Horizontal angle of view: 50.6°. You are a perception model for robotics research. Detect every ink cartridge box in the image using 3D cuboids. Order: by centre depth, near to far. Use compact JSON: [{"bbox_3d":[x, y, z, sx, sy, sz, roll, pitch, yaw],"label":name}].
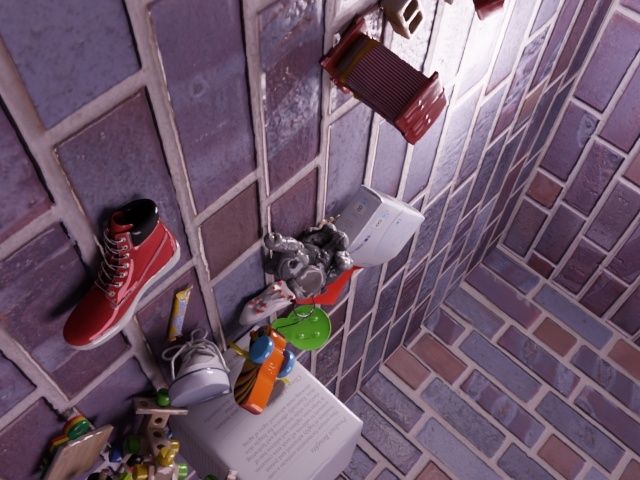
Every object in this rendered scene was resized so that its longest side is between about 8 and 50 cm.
[{"bbox_3d":[0.098,0.046,1.874,0.385,0.091,0.308,-56,153,12],"label":"ink cartridge box"}]

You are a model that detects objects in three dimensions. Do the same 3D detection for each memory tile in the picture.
[{"bbox_3d":[0.000,0.000,1.775,0.113,0.012,0.148,-17,141,-57],"label":"memory tile"}]

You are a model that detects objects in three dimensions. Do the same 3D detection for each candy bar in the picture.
[{"bbox_3d":[-0.295,0.154,1.413,0.040,0.018,0.161,-30,151,-43],"label":"candy bar"}]

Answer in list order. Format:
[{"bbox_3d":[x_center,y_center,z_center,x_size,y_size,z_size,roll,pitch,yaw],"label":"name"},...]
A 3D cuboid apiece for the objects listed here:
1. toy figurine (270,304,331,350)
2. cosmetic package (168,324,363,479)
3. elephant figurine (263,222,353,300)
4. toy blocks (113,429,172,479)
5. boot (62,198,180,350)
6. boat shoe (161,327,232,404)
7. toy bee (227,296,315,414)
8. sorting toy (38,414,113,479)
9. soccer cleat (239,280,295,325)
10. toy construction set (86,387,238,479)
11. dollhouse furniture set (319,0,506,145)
[{"bbox_3d":[-0.063,0.270,1.979,0.173,0.130,0.159,-8,164,-7],"label":"toy figurine"},{"bbox_3d":[-0.154,0.516,1.788,0.329,0.393,0.327,-38,156,-29],"label":"cosmetic package"},{"bbox_3d":[-0.057,0.052,1.594,0.239,0.186,0.169,-18,-173,-39],"label":"elephant figurine"},{"bbox_3d":[-0.447,0.554,1.726,0.148,0.054,0.123,-55,160,11],"label":"toy blocks"},{"bbox_3d":[-0.333,0.049,1.063,0.244,0.088,0.176,-52,161,-20],"label":"boot"},{"bbox_3d":[-0.270,0.274,1.502,0.135,0.156,0.367,-19,167,-4],"label":"boat shoe"},{"bbox_3d":[-0.130,0.282,1.673,0.298,0.195,0.162,-41,-159,-30],"label":"toy bee"},{"bbox_3d":[-0.518,0.445,1.402,0.132,0.046,0.274,-11,136,-60],"label":"sorting toy"},{"bbox_3d":[-0.131,0.156,1.707,0.196,0.068,0.076,-25,163,-48],"label":"soccer cleat"},{"bbox_3d":[-0.331,0.476,1.508,0.257,0.308,0.237,-106,-140,-76],"label":"toy construction set"},{"bbox_3d":[0.200,-0.390,1.254,0.374,0.201,0.152,-51,160,3],"label":"dollhouse furniture set"}]
